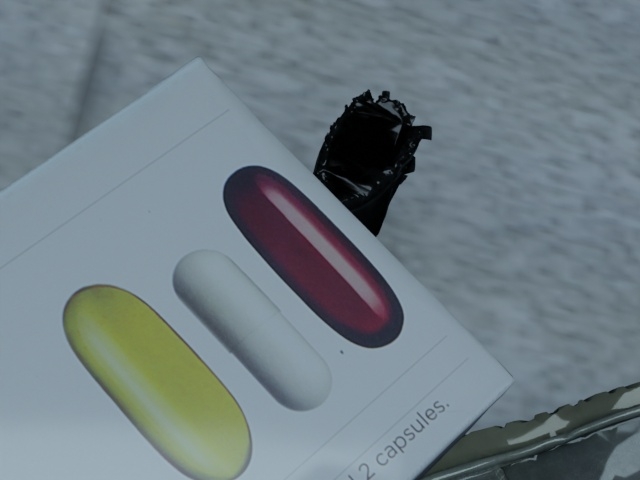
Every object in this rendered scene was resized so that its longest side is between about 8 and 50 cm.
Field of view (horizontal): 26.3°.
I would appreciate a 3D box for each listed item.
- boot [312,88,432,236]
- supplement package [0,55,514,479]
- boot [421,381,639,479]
[{"bbox_3d":[0.000,0.001,0.580,0.045,0.099,0.121,32,61,4],"label":"boot"},{"bbox_3d":[-0.101,0.105,0.442,0.262,0.204,0.145,-39,78,-27],"label":"supplement package"},{"bbox_3d":[0.123,0.170,0.542,0.189,0.076,0.208,-17,62,-6],"label":"boot"}]
